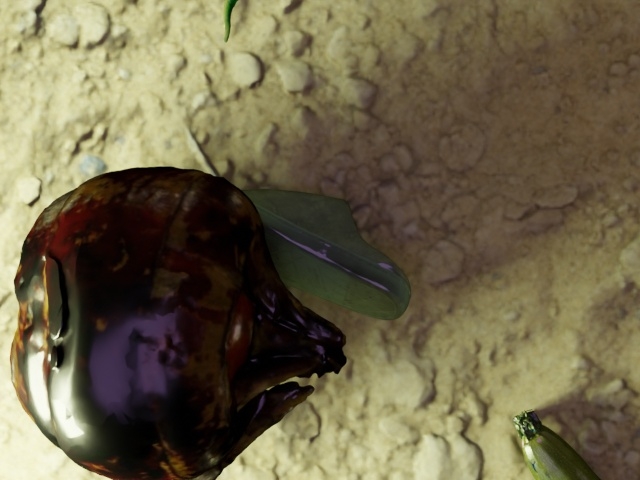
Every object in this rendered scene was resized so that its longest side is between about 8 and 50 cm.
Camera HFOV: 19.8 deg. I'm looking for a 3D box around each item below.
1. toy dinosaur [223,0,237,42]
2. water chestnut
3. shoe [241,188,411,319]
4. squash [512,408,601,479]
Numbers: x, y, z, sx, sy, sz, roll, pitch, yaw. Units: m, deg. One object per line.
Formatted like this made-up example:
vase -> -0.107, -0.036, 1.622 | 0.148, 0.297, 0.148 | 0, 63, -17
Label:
toy dinosaur -> -0.070, -0.233, 1.606 | 0.060, 0.029, 0.120 | 2, 100, -9
water chestnut -> -0.133, 0.078, 1.552 | 0.244, 0.289, 0.289 | 3, 101, -30
shoe -> 0.000, 0.000, 1.626 | 0.195, 0.079, 0.078 | 28, 57, 10
squash -> 0.236, 0.227, 1.650 | 0.052, 0.052, 0.183 | -42, 96, 9
